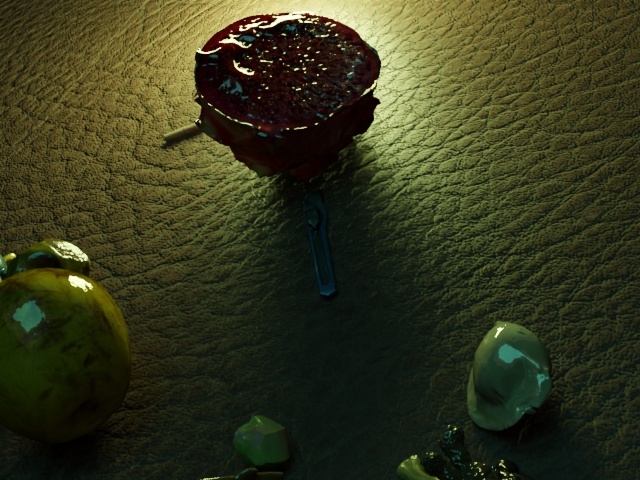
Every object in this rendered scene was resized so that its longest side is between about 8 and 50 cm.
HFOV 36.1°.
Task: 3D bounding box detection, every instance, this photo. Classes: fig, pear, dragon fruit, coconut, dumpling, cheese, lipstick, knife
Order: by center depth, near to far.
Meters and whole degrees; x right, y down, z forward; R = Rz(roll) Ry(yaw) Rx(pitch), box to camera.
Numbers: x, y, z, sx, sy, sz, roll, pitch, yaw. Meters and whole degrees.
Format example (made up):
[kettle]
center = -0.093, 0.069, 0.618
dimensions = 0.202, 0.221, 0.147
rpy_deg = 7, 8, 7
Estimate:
[cheese]
center = 0.146, 0.331, 1.366
dimensions = 0.083, 0.030, 0.044
rpy_deg = 22, 62, 45
[dumpling]
center = 0.263, 0.197, 1.417
dimensions = 0.111, 0.181, 0.155
rpy_deg = 37, 96, 8
[coconut]
center = -0.089, 0.301, 1.465
dimensions = 0.082, 0.081, 0.083
rpy_deg = -15, -3, 9
[pear]
center = -0.434, 0.186, 1.589
dimensions = 0.281, 0.280, 0.280
rpy_deg = -12, 42, 11
[knife]
center = 0.000, -0.002, 1.794
dimensions = 0.044, 0.026, 0.296
rpy_deg = -8, 40, -3
[fig]
center = -0.524, 0.070, 1.853
dimensions = 0.166, 0.144, 0.154
rpy_deg = -16, 53, 37
[dragon fruit]
center = -0.067, -0.270, 1.956
dimensions = 0.371, 0.249, 0.386
rpy_deg = 7, 50, 8
[lipstick]
center = -0.303, -0.244, 2.192
dimensions = 0.094, 0.019, 0.019
rpy_deg = -20, 41, 1

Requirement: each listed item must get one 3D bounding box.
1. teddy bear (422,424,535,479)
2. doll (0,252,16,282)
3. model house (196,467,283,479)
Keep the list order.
[teddy bear]
center = 0.216, 0.327, 1.315
dimensions = 0.160, 0.077, 0.119
rpy_deg = 25, 35, 21
[doll]
center = -0.659, 0.081, 1.951
dimensions = 0.102, 0.088, 0.179
rpy_deg = -10, 19, 13
[model house]
center = -0.150, 0.438, 1.293
dimensions = 0.220, 0.199, 0.229
rpy_deg = -39, 55, 43
